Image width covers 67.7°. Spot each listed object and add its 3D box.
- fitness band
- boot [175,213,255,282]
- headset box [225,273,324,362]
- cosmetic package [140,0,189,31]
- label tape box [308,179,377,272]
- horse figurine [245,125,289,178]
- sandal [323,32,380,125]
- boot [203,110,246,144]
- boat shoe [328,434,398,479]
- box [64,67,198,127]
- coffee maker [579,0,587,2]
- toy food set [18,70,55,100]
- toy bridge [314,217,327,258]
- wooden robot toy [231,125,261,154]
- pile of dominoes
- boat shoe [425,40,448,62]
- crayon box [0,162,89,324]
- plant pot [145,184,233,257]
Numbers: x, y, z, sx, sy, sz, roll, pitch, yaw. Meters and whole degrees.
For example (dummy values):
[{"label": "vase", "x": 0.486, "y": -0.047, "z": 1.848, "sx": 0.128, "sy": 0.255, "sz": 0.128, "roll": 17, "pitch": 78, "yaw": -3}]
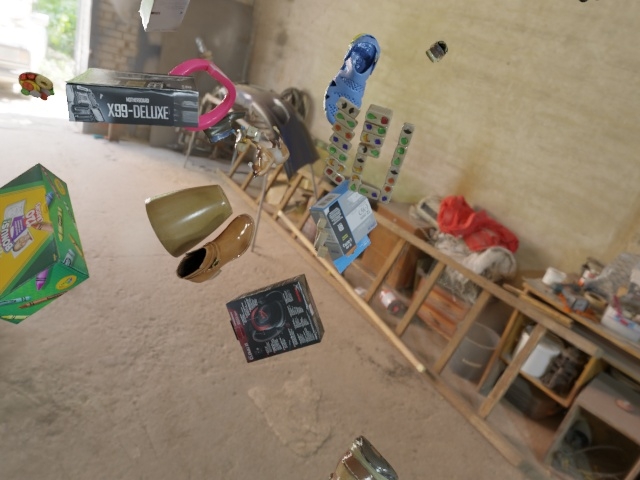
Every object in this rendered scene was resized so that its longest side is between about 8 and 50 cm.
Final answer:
[{"label": "fitness band", "x": -0.368, "y": -0.432, "z": 1.435, "sx": 0.054, "sy": 0.209, "sz": 0.291, "roll": 50, "pitch": 8, "yaw": 12}, {"label": "boot", "x": -0.339, "y": 0.020, "z": 1.540, "sx": 0.109, "sy": 0.283, "sz": 0.220, "roll": 46, "pitch": 3, "yaw": 10}, {"label": "headset box", "x": -0.161, "y": 0.261, "z": 1.580, "sx": 0.293, "sy": 0.218, "sz": 0.110, "roll": -19, "pitch": 6, "yaw": 11}, {"label": "cosmetic package", "x": -0.498, "y": -0.761, "z": 1.527, "sx": 0.117, "sy": 0.086, "sz": 0.231, "roll": -14, "pitch": -1, "yaw": -27}, {"label": "label tape box", "x": 0.126, "y": -0.057, "z": 2.105, "sx": 0.249, "sy": 0.348, "sz": 0.115, "roll": -41, "pitch": 28, "yaw": -30}, {"label": "horse figurine", "x": -0.187, "y": -0.332, "z": 1.759, "sx": 0.263, "sy": 0.066, "sz": 0.175, "roll": -24, "pitch": 85, "yaw": -56}, {"label": "sandal", "x": 0.100, "y": -0.506, "z": 1.484, "sx": 0.126, "sy": 0.318, "sz": 0.138, "roll": 18, "pitch": 4, "yaw": -10}, {"label": "boot", "x": -0.409, "y": -0.493, "z": 2.066, "sx": 0.219, "sy": 0.106, "sz": 0.082, "roll": -24, "pitch": 11, "yaw": -27}, {"label": "boat shoe", "x": 0.073, "y": 0.470, "z": 0.907, "sx": 0.120, "sy": 0.324, "sz": 0.122, "roll": -41, "pitch": 55, "yaw": -17}, {"label": "box", "x": -0.397, "y": -0.318, "z": 1.048, "sx": 0.242, "sy": 0.077, "sz": 0.307, "roll": -1, "pitch": 24, "yaw": -16}, {"label": "coffee maker", "x": 0.532, "y": -0.587, "z": 0.943, "sx": 0.178, "sy": 0.120, "sz": 0.171, "roll": 27, "pitch": -15, "yaw": 0}, {"label": "toy food set", "x": -0.710, "y": -0.386, "z": 1.192, "sx": 0.083, "sy": 0.083, "sz": 0.020, "roll": 10, "pitch": 55, "yaw": -18}, {"label": "toy bridge", "x": 0.000, "y": 0.000, "z": 1.488, "sx": 0.026, "sy": 0.063, "sz": 0.188, "roll": 17, "pitch": 30, "yaw": -11}, {"label": "wooden robot toy", "x": -0.233, "y": -0.306, "z": 1.493, "sx": 0.076, "sy": 0.079, "sz": 0.173, "roll": 14, "pitch": -1, "yaw": -30}, {"label": "pile of dominoes", "x": 0.107, "y": -0.210, "z": 1.173, "sx": 0.195, "sy": 0.251, "sz": 0.040, "roll": 19, "pitch": 41, "yaw": 6}, {"label": "boat shoe", "x": 0.348, "y": -0.555, "z": 1.392, "sx": 0.056, "sy": 0.049, "sz": 0.152, "roll": 51, "pitch": 36, "yaw": -12}, {"label": "crayon box", "x": -0.566, "y": -0.001, "z": 0.925, "sx": 0.279, "sy": 0.165, "sz": 0.081, "roll": 57, "pitch": 1, "yaw": 33}, {"label": "plant pot", "x": -0.459, "y": -0.099, "z": 1.730, "sx": 0.254, "sy": 0.237, "sz": 0.237, "roll": -26, "pitch": 30, "yaw": 0}]
